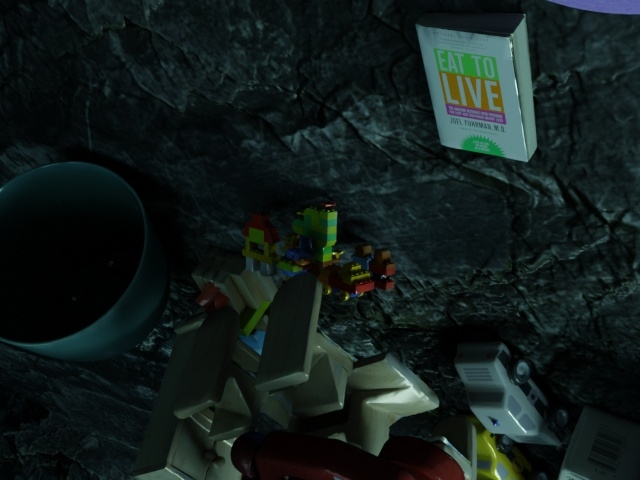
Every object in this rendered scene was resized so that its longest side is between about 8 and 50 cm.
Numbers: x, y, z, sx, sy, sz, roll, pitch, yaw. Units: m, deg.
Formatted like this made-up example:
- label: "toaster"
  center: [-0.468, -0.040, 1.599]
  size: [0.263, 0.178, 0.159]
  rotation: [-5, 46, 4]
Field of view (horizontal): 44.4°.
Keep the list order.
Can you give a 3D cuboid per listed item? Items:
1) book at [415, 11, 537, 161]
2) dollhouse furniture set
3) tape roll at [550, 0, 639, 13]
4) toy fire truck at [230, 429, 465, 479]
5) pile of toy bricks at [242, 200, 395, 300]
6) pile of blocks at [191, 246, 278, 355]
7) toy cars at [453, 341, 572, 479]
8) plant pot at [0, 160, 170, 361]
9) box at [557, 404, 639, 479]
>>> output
- label: "book"
  center: [0.147, -0.143, 0.731]
  size: [0.096, 0.035, 0.144]
  rotation: [15, 145, 33]
- label: "dollhouse furniture set"
  center: [-0.037, 0.207, 1.075]
  size: [0.394, 0.256, 0.362]
  rotation: [-23, 129, 32]
- label: "tape roll"
  center: [0.178, -0.257, 0.423]
  size: [0.275, 0.090, 0.274]
  rotation: [18, 153, 10]
- label: "toy fire truck"
  center: [0.015, 0.316, 0.888]
  size: [0.254, 0.169, 0.302]
  rotation: [16, 141, 22]
- label: "pile of toy bricks"
  center: [0.000, 0.000, 1.004]
  size: [0.212, 0.118, 0.105]
  rotation: [15, 110, 44]
- label: "pile of blocks"
  center: [-0.149, 0.158, 1.313]
  size: [0.149, 0.112, 0.362]
  rotation: [27, 148, 11]
- label: "toy cars"
  center: [0.260, 0.293, 1.140]
  size: [0.176, 0.087, 0.393]
  rotation: [24, 147, 25]
- label: "plant pot"
  center: [-0.370, 0.059, 1.233]
  size: [0.293, 0.293, 0.235]
  rotation: [21, 161, 19]
- label: "box"
  center: [0.383, 0.354, 1.106]
  size: [0.094, 0.113, 0.275]
  rotation: [20, 144, 22]
